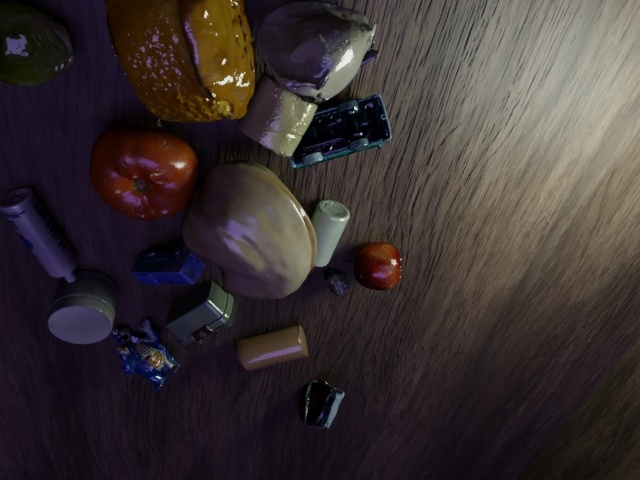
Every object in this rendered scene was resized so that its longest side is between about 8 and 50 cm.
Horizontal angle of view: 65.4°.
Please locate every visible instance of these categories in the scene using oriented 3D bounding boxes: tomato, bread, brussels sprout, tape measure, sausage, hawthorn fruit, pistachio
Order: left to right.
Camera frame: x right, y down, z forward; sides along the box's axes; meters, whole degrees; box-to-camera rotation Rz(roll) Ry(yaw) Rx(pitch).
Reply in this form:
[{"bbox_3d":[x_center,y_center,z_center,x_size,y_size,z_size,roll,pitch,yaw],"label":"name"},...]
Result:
[{"bbox_3d":[-0.611,-0.404,1.025,0.180,0.144,0.161,-27,113,-18],"label":"brussels sprout"},{"bbox_3d":[-0.433,-0.172,1.229,0.259,0.180,0.260,-4,131,-5],"label":"tomato"},{"bbox_3d":[-0.244,-0.419,0.950,0.215,0.398,0.398,-11,131,6],"label":"bread"},{"bbox_3d":[-0.192,-0.019,1.342,0.365,0.281,0.445,3,131,18],"label":"pistachio"},{"bbox_3d":[-0.179,0.389,1.791,0.253,0.123,0.123,-15,131,2],"label":"sausage"},{"bbox_3d":[-0.096,-0.280,1.123,0.148,0.134,0.141,17,107,-45],"label":"bread"},{"bbox_3d":[-0.006,0.661,2.017,0.107,0.181,0.182,26,84,-33],"label":"tape measure"},{"bbox_3d":[0.166,0.080,1.593,0.194,0.157,0.157,7,130,6],"label":"hawthorn fruit"}]

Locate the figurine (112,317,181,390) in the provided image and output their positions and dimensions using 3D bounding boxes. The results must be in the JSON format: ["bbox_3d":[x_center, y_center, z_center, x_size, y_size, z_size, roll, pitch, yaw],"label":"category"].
[{"bbox_3d":[-0.608,0.387,1.713,0.164,0.121,0.262,-33,109,-16],"label":"figurine"}]

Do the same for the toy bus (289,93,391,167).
[{"bbox_3d":[0.038,-0.270,1.260,0.256,0.147,0.128,-16,94,1],"label":"toy bus"}]

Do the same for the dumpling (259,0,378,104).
[{"bbox_3d":[-0.006,-0.410,1.093,0.204,0.293,0.163,26,150,25],"label":"dumpling"}]

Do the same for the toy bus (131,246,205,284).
[{"bbox_3d":[-0.445,0.077,1.434,0.236,0.094,0.079,-4,132,33],"label":"toy bus"}]

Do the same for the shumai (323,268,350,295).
[{"bbox_3d":[0.044,0.140,1.653,0.080,0.083,0.082,11,90,-44],"label":"shumai"}]

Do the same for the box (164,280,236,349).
[{"bbox_3d":[-0.385,0.240,1.612,0.210,0.148,0.129,-32,117,15],"label":"box"}]

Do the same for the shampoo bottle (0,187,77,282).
[{"bbox_3d":[-0.756,0.002,1.369,0.092,0.092,0.303,-12,131,-1],"label":"shampoo bottle"}]

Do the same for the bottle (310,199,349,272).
[{"bbox_3d":[0.000,0.000,1.513,0.104,0.104,0.245,10,126,-19],"label":"bottle"}]

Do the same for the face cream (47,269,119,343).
[{"bbox_3d":[-0.710,0.199,1.504,0.177,0.153,0.177,-6,132,-7],"label":"face cream"}]
